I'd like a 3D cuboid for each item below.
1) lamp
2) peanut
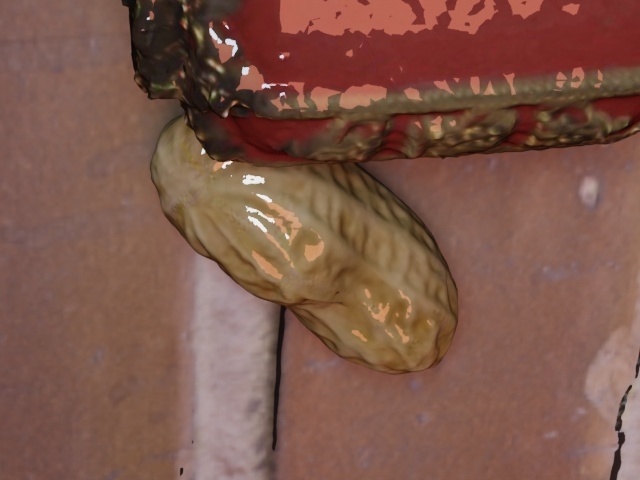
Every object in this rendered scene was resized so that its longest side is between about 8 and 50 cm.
[{"bbox_3d":[0.049,-0.120,0.745,0.274,0.177,0.177,-5,120,-11],"label":"lamp"},{"bbox_3d":[0.000,0.000,0.843,0.194,0.093,0.083,38,92,-24],"label":"peanut"}]
